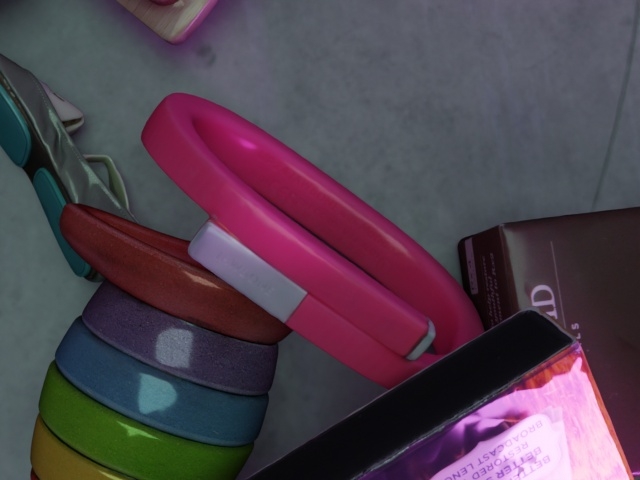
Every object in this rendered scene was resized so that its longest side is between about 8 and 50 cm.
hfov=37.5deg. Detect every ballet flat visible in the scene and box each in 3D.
[{"bbox_3d":[-0.205,-0.068,0.739,0.068,0.072,0.213,-28,86,-35],"label":"ballet flat"}]

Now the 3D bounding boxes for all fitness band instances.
[{"bbox_3d":[0.000,0.000,0.664,0.290,0.209,0.054,37,107,-9],"label":"fitness band"}]

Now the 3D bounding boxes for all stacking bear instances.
[{"bbox_3d":[-0.134,0.146,0.664,0.175,0.164,0.289,21,93,-43],"label":"stacking bear"}]

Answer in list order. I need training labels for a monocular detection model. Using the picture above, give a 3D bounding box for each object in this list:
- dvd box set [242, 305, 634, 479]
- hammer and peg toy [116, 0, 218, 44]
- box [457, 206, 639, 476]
[{"bbox_3d":[0.094,0.291,0.616,0.307,0.062,0.421,-29,114,-7],"label":"dvd box set"},{"bbox_3d":[-0.090,-0.360,0.712,0.266,0.127,0.361,40,94,1],"label":"hammer and peg toy"},{"bbox_3d":[0.313,0.063,0.723,0.381,0.143,0.191,-8,84,-4],"label":"box"}]
